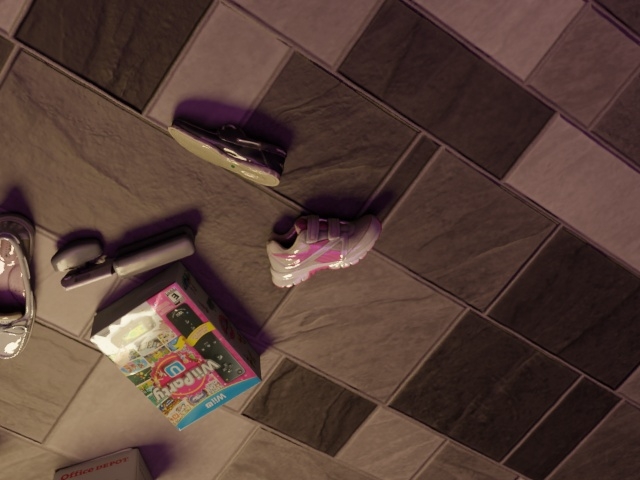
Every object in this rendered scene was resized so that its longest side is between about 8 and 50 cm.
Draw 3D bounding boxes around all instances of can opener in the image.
[{"bbox_3d":[-0.394,0.023,1.713,0.283,0.076,0.095,-20,118,2],"label":"can opener"}]

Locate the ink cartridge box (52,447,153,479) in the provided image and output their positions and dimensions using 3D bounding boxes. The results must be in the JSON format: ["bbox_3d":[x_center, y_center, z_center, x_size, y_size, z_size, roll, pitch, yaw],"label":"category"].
[{"bbox_3d":[-0.483,0.619,1.886,0.211,0.289,0.122,-17,121,1],"label":"ink cartridge box"}]

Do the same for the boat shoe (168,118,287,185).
[{"bbox_3d":[-0.177,-0.182,1.650,0.233,0.084,0.079,22,74,-10],"label":"boat shoe"}]

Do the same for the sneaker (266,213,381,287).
[{"bbox_3d":[0.000,0.000,1.738,0.252,0.103,0.111,-24,119,4],"label":"sneaker"}]

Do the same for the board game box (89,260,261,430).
[{"bbox_3d":[-0.299,0.227,1.819,0.224,0.097,0.303,-32,117,9],"label":"board game box"}]

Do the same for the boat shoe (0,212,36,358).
[{"bbox_3d":[-0.626,0.106,1.708,0.118,0.103,0.320,10,115,-12],"label":"boat shoe"}]
